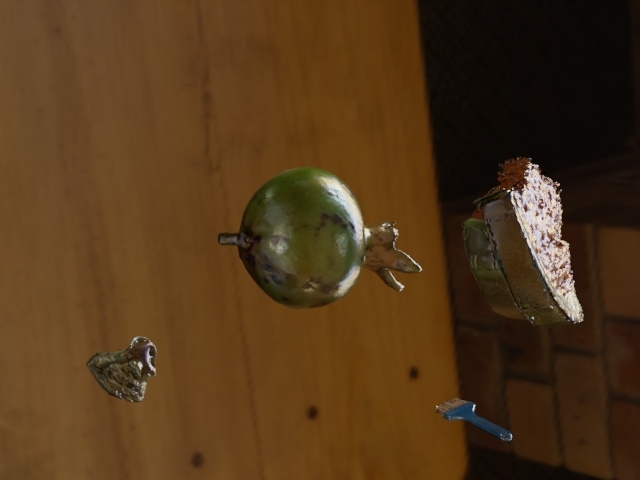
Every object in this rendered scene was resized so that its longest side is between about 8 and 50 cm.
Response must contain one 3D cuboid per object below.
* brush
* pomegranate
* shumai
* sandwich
[{"bbox_3d":[0.232,0.269,2.030,0.051,0.164,0.014,-21,111,-24],"label":"brush"},{"bbox_3d":[0.001,0.006,1.525,0.220,0.156,0.156,23,80,-46],"label":"pomegranate"},{"bbox_3d":[-0.239,0.154,1.701,0.083,0.082,0.080,41,95,2],"label":"shumai"},{"bbox_3d":[0.205,0.003,1.425,0.235,0.079,0.159,30,55,-60],"label":"sandwich"}]
